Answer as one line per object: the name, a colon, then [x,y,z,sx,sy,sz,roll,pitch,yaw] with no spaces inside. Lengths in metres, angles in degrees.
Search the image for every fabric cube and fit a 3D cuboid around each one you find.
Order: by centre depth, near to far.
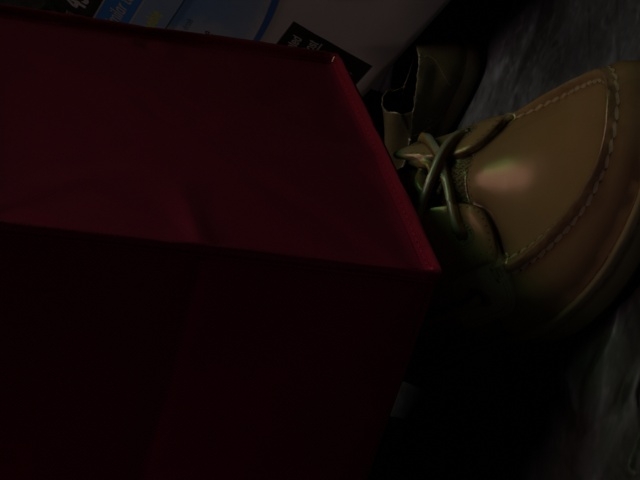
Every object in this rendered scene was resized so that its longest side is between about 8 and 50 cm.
fabric cube: [-0.113,0.044,1.079,0.254,0.259,0.258,-109,31,-55]

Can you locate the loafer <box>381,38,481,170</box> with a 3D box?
loafer: [0.063,-0.081,1.352,0.056,0.050,0.148,-102,34,-63]

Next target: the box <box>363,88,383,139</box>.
box: [0.000,0.000,1.540,0.201,0.021,0.164,123,158,-43]

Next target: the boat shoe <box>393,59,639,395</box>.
boat shoe: [0.086,-0.003,1.072,0.341,0.110,0.122,131,152,-56]

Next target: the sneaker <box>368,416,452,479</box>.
sneaker: [0.065,0.169,1.037,0.090,0.081,0.232,-59,27,33]

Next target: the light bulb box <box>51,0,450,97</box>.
light bulb box: [-0.057,-0.300,1.355,0.225,0.361,0.358,-65,10,-29]
